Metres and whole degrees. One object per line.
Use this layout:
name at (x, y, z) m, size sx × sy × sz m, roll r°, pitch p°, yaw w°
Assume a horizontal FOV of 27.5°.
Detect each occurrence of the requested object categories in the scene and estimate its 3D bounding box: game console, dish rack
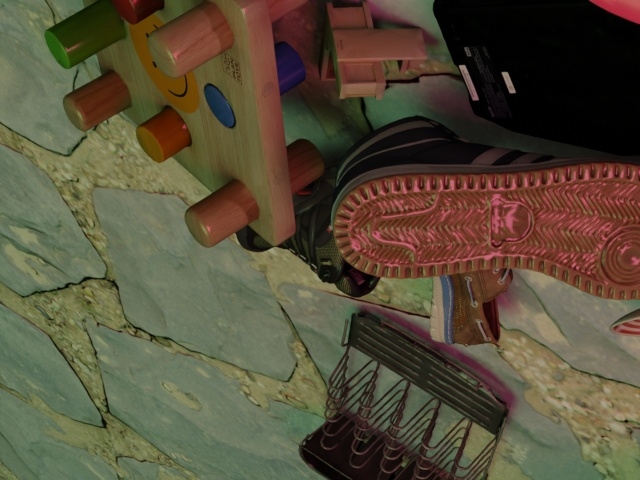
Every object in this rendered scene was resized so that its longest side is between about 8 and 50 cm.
game console at (0.147, -0.202, 0.817) m, size 0.213 × 0.044 × 0.361 m, roll 6°, pitch 135°, yaw 41°
dish rack at (0.087, 0.196, 1.348) m, size 0.208 × 0.074 × 0.271 m, roll 30°, pitch 147°, yaw 16°

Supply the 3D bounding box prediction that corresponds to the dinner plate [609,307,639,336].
dinner plate at (0.279, 0.052, 0.942) m, size 0.141 × 0.017 × 0.141 m, roll -1°, pitch 168°, yaw 0°

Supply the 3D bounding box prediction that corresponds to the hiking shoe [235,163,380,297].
hiking shoe at (0.000, 0.000, 1.150) m, size 0.227 × 0.086 × 0.114 m, roll -18°, pitch 86°, yaw 54°

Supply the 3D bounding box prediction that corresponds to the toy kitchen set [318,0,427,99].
toy kitchen set at (0.040, -0.129, 1.003) m, size 0.068 × 0.083 × 0.075 m, roll -3°, pitch 146°, yaw -8°

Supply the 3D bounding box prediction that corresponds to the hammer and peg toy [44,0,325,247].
hammer and peg toy at (-0.115, -0.177, 0.989) m, size 0.266 × 0.127 × 0.361 m, roll 41°, pitch 153°, yaw 32°

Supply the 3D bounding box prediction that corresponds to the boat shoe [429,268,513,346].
boat shoe at (0.130, 0.017, 1.096) m, size 0.066 × 0.066 × 0.183 m, roll 10°, pitch 138°, yaw 14°

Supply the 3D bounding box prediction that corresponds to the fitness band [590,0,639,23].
fitness band at (0.183, -0.240, 0.676) m, size 0.209 × 0.054 × 0.290 m, roll 6°, pitch 131°, yaw 23°

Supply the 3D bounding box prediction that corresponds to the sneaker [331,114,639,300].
sneaker at (0.144, -0.030, 0.960) m, size 0.282 × 0.153 × 0.099 m, roll 3°, pitch 107°, yaw -6°
